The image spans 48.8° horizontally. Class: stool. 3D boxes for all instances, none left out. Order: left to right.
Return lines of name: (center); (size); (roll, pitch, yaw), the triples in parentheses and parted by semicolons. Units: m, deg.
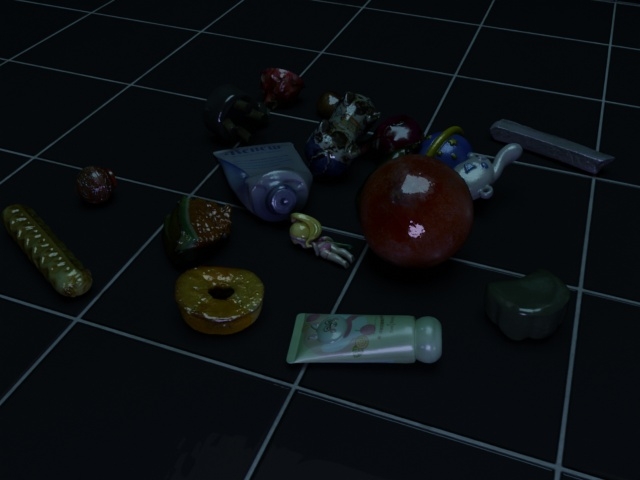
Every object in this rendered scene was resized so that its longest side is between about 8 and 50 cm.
stool: (-0.231, -0.374, 2.072); (0.228, 0.153, 0.139); (-29, 48, -33)

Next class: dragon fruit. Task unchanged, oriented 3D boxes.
dragon fruit: (-0.128, -0.469, 2.254); (0.153, 0.153, 0.111); (11, 82, 11)

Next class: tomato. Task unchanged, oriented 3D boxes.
tomato: (0.212, -0.065, 1.600); (0.265, 0.265, 0.265); (1, 38, -1)

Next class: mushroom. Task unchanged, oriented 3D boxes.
mushroom: (0.030, -0.437, 2.230); (0.088, 0.073, 0.129); (-26, 30, 19)

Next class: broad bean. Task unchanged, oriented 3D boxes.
broad bean: (0.159, -0.151, 1.844); (0.144, 0.049, 0.292); (-10, 40, 54)

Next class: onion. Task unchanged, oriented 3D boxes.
onion: (0.197, -0.286, 1.992); (0.198, 0.135, 0.173); (1, 32, 5)

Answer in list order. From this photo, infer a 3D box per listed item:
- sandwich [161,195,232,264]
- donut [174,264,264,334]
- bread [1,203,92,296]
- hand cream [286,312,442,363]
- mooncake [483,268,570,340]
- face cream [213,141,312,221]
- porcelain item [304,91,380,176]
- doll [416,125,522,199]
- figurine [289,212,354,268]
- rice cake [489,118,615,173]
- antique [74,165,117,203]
sandwich: (-0.288, -0.017, 1.673); (0.160, 0.109, 0.185); (10, 32, -22)
donut: (-0.215, 0.130, 1.505); (0.190, 0.075, 0.174); (-5, 37, -15)
bread: (-0.639, 0.017, 1.631); (0.084, 0.077, 0.367); (-30, 49, -28)
hand cream: (0.091, 0.199, 1.428); (0.305, 0.093, 0.147); (-2, 36, 11)
mooncake: (0.436, 0.132, 1.498); (0.175, 0.104, 0.168); (8, 42, 11)
face cream: (-0.143, -0.177, 1.888); (0.234, 0.137, 0.420); (-10, 28, -12)
porcelain item: (0.048, -0.289, 1.974); (0.138, 0.186, 0.288); (36, 58, -8)
doll: (0.340, -0.160, 1.852); (0.242, 0.159, 0.311); (33, 66, 17)
figurine: (0.000, 0.000, 1.680); (0.187, 0.083, 0.083); (34, 48, 21)
rice cake: (0.664, -0.275, 2.054); (0.365, 0.056, 0.072); (26, 39, 28)
antique: (-0.581, -0.144, 1.814); (0.104, 0.104, 0.104); (1, 38, -1)
